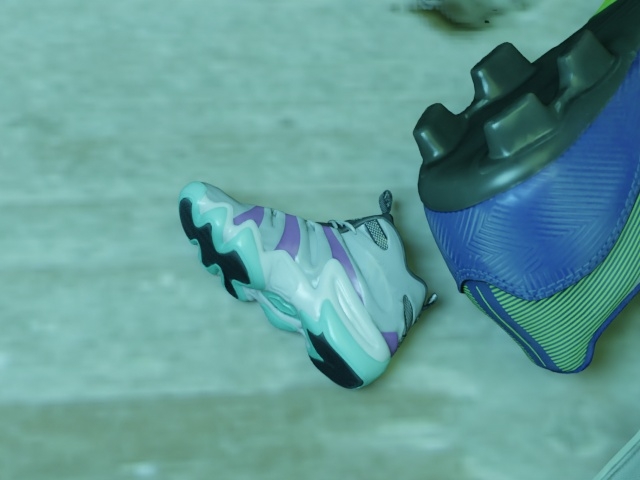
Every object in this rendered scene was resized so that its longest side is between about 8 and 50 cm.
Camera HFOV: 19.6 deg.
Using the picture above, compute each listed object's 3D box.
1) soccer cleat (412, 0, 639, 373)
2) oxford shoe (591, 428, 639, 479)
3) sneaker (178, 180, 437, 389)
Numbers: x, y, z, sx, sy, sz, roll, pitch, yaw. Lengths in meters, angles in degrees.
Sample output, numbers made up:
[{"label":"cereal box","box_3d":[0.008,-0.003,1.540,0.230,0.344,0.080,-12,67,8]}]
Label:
[{"label":"soccer cleat","box_3d":[0.155,-0.059,0.723,0.289,0.093,0.121,-37,110,-26]},{"label":"oxford shoe","box_3d":[0.253,0.017,0.677,0.169,0.130,0.449,43,65,9]},{"label":"sneaker","box_3d":[0.000,0.000,0.681,0.098,0.038,0.069,45,65,-3]}]
